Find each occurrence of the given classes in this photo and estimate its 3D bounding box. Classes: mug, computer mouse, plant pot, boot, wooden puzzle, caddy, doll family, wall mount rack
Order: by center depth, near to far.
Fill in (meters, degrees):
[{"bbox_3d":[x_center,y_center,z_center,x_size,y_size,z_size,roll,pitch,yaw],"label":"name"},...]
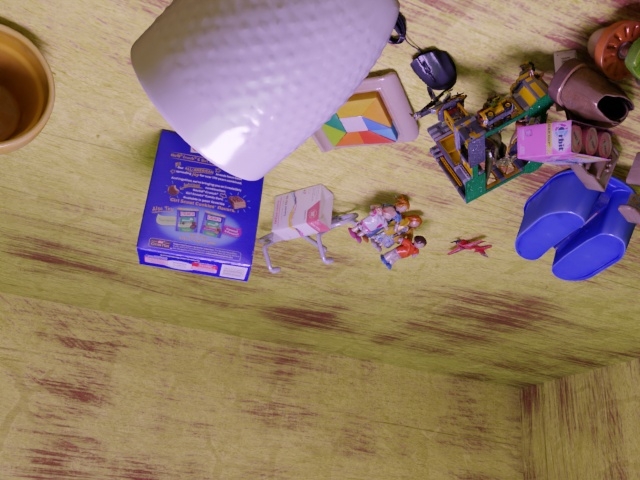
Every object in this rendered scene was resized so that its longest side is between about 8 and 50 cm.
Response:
[{"bbox_3d":[-0.042,-0.292,0.997,0.328,0.276,0.374,-38,163,18],"label":"mug"},{"bbox_3d":[0.538,-0.248,1.239,0.305,0.115,0.112,3,124,-51],"label":"boot"},{"bbox_3d":[0.185,-0.354,1.248,0.071,0.041,0.242,-16,148,40],"label":"computer mouse"},{"bbox_3d":[-0.688,-0.288,1.336,0.253,0.254,0.239,17,168,-26],"label":"plant pot"},{"bbox_3d":[0.078,-0.269,1.438,0.238,0.044,0.221,-6,150,21],"label":"wooden puzzle"},{"bbox_3d":[0.655,-0.048,1.678,0.241,0.179,0.341,30,153,1],"label":"caddy"},{"bbox_3d":[0.193,-0.046,1.822,0.163,0.118,0.263,-33,135,19],"label":"doll family"},{"bbox_3d":[0.000,0.000,1.958,0.350,0.131,0.304,-11,-171,36],"label":"wall mount rack"}]

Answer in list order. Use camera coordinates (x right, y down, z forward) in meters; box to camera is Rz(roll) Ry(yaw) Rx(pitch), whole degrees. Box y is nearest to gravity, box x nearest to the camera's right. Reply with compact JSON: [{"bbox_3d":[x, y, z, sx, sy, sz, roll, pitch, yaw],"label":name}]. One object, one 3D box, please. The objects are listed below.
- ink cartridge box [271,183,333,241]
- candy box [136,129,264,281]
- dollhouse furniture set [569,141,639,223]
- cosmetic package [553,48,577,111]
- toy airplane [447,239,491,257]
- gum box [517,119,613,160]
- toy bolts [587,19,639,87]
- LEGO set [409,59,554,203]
[{"bbox_3d":[-0.066,-0.073,1.811,0.198,0.115,0.067,-13,149,32],"label":"ink cartridge box"},{"bbox_3d":[-0.280,-0.084,1.585,0.268,0.317,0.122,10,156,-10],"label":"candy box"},{"bbox_3d":[0.671,-0.162,1.386,0.242,0.212,0.161,19,173,44],"label":"dollhouse furniture set"},{"bbox_3d":[0.476,-0.309,1.273,0.041,0.060,0.115,-4,155,18],"label":"cosmetic package"},{"bbox_3d":[0.468,0.020,2.025,0.151,0.028,0.151,4,157,2],"label":"toy airplane"},{"bbox_3d":[0.475,-0.185,1.260,0.188,0.062,0.107,0,180,-44],"label":"gum box"},{"bbox_3d":[0.609,-0.340,1.157,0.228,0.158,0.218,35,102,-33],"label":"toy bolts"},{"bbox_3d":[0.336,-0.247,1.360,0.254,0.192,0.331,-32,152,7],"label":"LEGO set"}]
